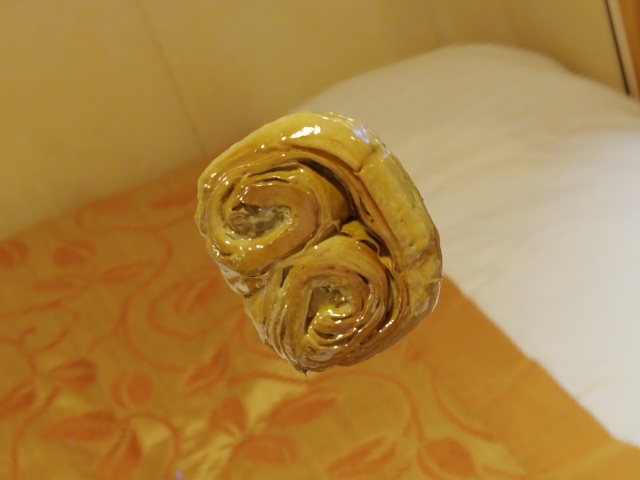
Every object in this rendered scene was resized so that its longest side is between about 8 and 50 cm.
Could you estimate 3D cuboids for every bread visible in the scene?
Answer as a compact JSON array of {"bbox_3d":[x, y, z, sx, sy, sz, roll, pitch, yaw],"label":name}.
[{"bbox_3d":[0.002,-0.002,1.355,0.198,0.236,0.120,-30,5,9],"label":"bread"}]
